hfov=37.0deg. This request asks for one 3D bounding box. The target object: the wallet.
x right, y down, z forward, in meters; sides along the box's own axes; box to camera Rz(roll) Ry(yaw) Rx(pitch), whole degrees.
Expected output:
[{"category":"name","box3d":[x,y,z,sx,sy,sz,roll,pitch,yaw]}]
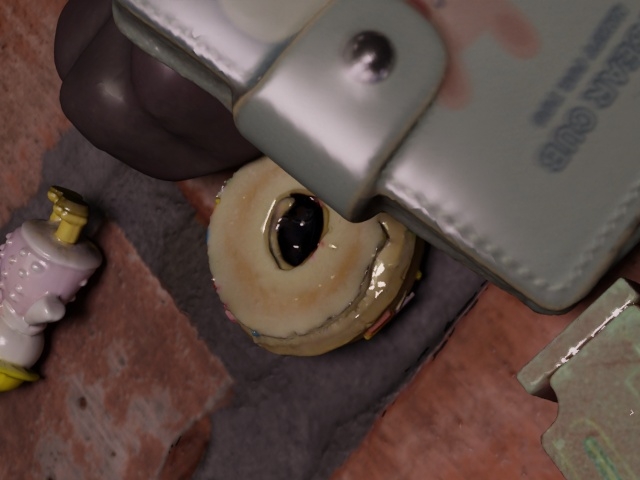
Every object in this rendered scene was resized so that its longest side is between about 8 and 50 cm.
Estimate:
[{"category":"wallet","box3d":[0.062,-0.134,0.562,0.360,0.083,0.252,37,88,7]}]

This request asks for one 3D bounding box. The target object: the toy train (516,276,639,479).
[{"category":"toy train","box3d":[0.256,0.066,0.445,0.304,0.150,0.221,-47,51,18]}]

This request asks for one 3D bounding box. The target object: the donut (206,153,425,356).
[{"category":"donut","box3d":[0.000,0.000,0.679,0.174,0.068,0.174,-11,69,32]}]

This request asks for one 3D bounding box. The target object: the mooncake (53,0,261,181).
[{"category":"mooncake","box3d":[-0.088,-0.164,0.715,0.245,0.133,0.245,-24,51,33]}]

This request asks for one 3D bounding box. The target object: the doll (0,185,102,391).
[{"category":"doll","box3d":[-0.254,0.051,0.833,0.207,0.081,0.129,-61,36,9]}]
